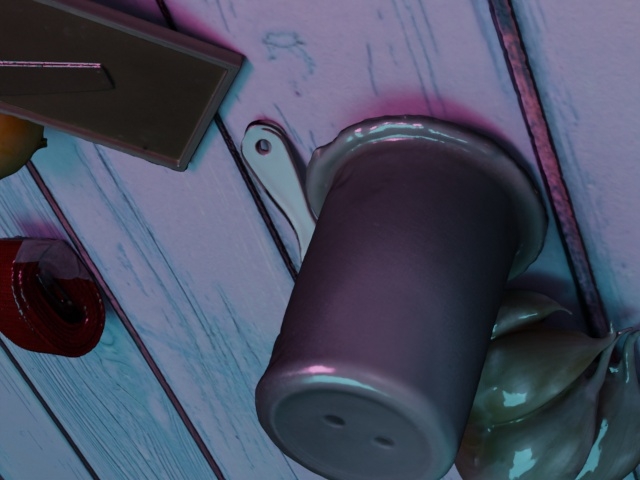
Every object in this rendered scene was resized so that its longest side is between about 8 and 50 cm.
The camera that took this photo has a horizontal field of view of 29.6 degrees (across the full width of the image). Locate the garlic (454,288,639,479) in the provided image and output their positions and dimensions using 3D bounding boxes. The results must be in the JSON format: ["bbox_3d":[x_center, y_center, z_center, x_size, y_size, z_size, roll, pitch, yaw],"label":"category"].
[{"bbox_3d":[0.227,0.164,1.276,0.292,0.210,0.237,-4,94,51],"label":"garlic"}]

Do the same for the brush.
[{"bbox_3d":[-0.001,0.000,1.346,0.072,0.067,0.313,-23,108,19],"label":"brush"}]

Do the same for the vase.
[{"bbox_3d":[0.069,0.069,1.107,0.245,0.291,0.245,12,141,10],"label":"vase"}]

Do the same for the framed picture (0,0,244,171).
[{"bbox_3d":[-0.262,-0.179,1.288,0.315,0.024,0.232,18,149,-15],"label":"framed picture"}]

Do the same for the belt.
[{"bbox_3d":[-0.411,0.079,1.745,0.124,0.128,0.201,2,133,40],"label":"belt"}]

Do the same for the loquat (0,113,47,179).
[{"bbox_3d":[-0.410,-0.143,1.466,0.163,0.163,0.137,37,120,2],"label":"loquat"}]
